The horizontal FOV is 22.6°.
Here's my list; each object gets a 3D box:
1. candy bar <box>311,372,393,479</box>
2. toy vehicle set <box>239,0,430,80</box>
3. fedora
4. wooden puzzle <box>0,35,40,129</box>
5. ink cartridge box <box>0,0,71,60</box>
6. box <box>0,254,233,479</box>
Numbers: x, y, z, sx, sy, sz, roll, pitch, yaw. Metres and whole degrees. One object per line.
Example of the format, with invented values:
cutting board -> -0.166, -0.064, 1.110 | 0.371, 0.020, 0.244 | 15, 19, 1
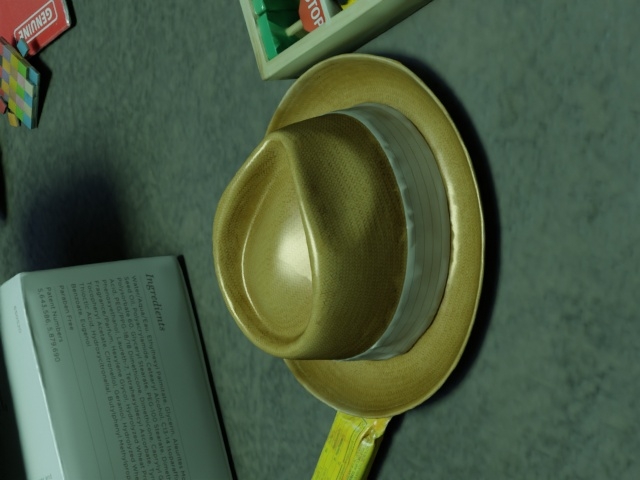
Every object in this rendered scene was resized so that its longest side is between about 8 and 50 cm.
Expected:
candy bar -> 0.006, 0.149, 0.900 | 0.040, 0.018, 0.161 | 46, 130, 42
toy vehicle set -> -0.006, -0.237, 0.840 | 0.166, 0.035, 0.266 | -29, 73, 50
fedora -> 0.000, 0.000, 0.830 | 0.194, 0.079, 0.194 | 7, 100, 47
wooden puzzle -> -0.216, -0.111, 1.135 | 0.049, 0.006, 0.083 | 43, 140, 29
ink cartridge box -> -0.303, -0.230, 1.193 | 0.296, 0.066, 0.261 | -25, 75, 51
box -> -0.161, 0.122, 1.025 | 0.181, 0.119, 0.182 | -27, 74, 50
